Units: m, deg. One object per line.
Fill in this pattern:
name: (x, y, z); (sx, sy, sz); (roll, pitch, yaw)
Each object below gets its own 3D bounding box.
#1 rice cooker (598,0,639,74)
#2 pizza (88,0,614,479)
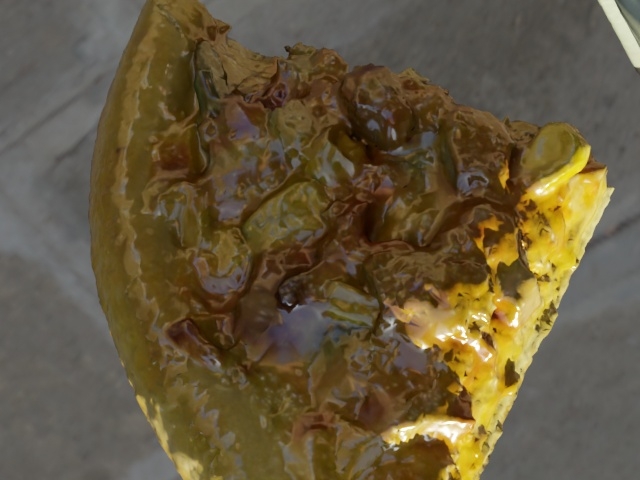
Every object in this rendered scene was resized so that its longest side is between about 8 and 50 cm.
rice cooker: (0.220, -0.080, 0.580); (0.241, 0.280, 0.227); (-6, 146, 29)
pizza: (-0.024, 0.024, 0.863); (0.258, 0.268, 0.087); (19, 161, 19)
